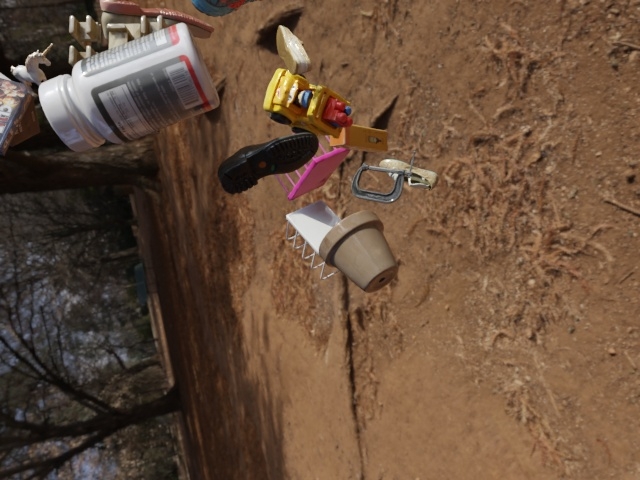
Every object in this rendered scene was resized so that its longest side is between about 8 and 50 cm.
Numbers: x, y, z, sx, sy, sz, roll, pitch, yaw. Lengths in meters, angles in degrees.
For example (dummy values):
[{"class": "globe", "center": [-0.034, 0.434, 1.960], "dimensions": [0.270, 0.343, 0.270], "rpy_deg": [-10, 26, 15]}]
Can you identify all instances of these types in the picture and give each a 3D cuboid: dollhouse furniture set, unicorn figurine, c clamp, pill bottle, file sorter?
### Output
[{"class": "dollhouse furniture set", "center": [-0.469, -0.401, 1.143], "dimensions": [0.161, 0.212, 0.242], "rpy_deg": [103, 166, -84]}, {"class": "unicorn figurine", "center": [-0.706, -0.409, 1.157], "dimensions": [0.111, 0.161, 0.060], "rpy_deg": [70, -155, -49]}, {"class": "c clamp", "center": [0.159, -0.163, 1.200], "dimensions": [0.022, 0.160, 0.137], "rpy_deg": [19, -101, -65]}, {"class": "pill bottle", "center": [-0.350, -0.279, 0.877], "dimensions": [0.161, 0.283, 0.161], "rpy_deg": [159, 90, -88]}, {"class": "file sorter", "center": [0.000, 0.000, 2.025], "dimensions": [0.278, 0.192, 0.173], "rpy_deg": [48, 147, 26]}, {"class": "file sorter", "center": [-0.051, -0.339, 1.924], "dimensions": [0.182, 0.202, 0.291], "rpy_deg": [55, 145, 9]}]

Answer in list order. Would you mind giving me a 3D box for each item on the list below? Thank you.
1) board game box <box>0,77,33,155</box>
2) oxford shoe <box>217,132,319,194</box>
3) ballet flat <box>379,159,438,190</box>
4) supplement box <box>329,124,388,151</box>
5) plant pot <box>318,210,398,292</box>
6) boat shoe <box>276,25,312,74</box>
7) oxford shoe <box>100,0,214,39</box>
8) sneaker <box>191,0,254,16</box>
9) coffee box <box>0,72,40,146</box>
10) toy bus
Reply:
[{"class": "board game box", "center": [-1.009, -0.389, 1.422], "dimensions": [0.042, 0.165, 0.243], "rpy_deg": [128, 152, -62]}, {"class": "oxford shoe", "center": [-0.114, -0.183, 0.991], "dimensions": [0.096, 0.227, 0.083], "rpy_deg": [-126, 18, -49]}, {"class": "ballet flat", "center": [0.294, -0.217, 1.570], "dimensions": [0.073, 0.206, 0.067], "rpy_deg": [90, -161, -58]}, {"class": "supplement box", "center": [0.141, -0.363, 1.670], "dimensions": [0.080, 0.233, 0.078], "rpy_deg": [3, 94, 50]}, {"class": "plant pot", "center": [0.159, 0.059, 1.696], "dimensions": [0.229, 0.263, 0.263], "rpy_deg": [55, 154, 28]}, {"class": "boat shoe", "center": [-0.067, -0.486, 1.197], "dimensions": [0.063, 0.059, 0.170], "rpy_deg": [116, 139, -54]}, {"class": "oxford shoe", "center": [-0.597, -0.782, 1.731], "dimensions": [0.140, 0.397, 0.147], "rpy_deg": [-126, 43, -54]}, {"class": "sneaker", "center": [-0.113, -0.495, 0.843], "dimensions": [0.104, 0.262, 0.125], "rpy_deg": [53, 151, -19]}, {"class": "coffee box", "center": [-1.115, -0.478, 1.576], "dimensions": [0.297, 0.119, 0.168], "rpy_deg": [34, 139, 8]}, {"class": "toy bus", "center": [-0.015, -0.373, 1.308], "dimensions": [0.211, 0.220, 0.149], "rpy_deg": [23, 93, 44]}]
